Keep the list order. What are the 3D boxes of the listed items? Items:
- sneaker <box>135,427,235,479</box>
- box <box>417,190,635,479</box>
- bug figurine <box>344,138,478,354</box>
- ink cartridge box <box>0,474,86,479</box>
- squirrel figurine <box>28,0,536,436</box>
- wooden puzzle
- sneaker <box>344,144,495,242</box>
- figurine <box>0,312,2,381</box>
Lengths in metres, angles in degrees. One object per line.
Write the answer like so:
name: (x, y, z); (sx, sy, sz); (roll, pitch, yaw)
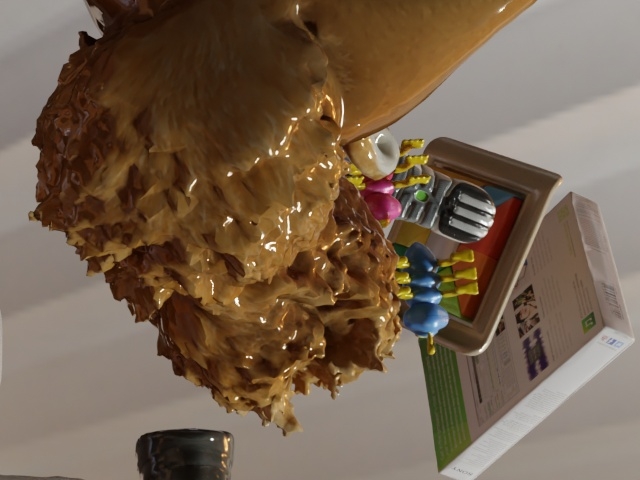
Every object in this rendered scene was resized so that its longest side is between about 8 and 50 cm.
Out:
sneaker: (-0.127, 0.274, 1.655); (0.109, 0.130, 0.286); (-3, 150, -4)
box: (0.248, 0.123, 2.312); (0.058, 0.232, 0.322); (25, 128, -28)
bug figurine: (0.000, 0.000, 1.710); (0.279, 0.216, 0.072); (1, 166, -12)
ink cartridge box: (-0.297, 0.294, 1.257); (0.308, 0.091, 0.385); (6, -155, -16)
squirrel figurine: (-0.036, -0.106, 1.043); (0.281, 0.397, 0.370); (20, 165, -3)
wooden puzzle: (0.156, -0.001, 2.196); (0.044, 0.239, 0.221); (30, 176, -41)
sneaker: (0.073, -0.065, 2.048); (0.228, 0.086, 0.132); (27, -179, -20)
figurine: (-0.225, -0.006, 1.030); (0.092, 0.209, 0.215); (6, -176, 0)
